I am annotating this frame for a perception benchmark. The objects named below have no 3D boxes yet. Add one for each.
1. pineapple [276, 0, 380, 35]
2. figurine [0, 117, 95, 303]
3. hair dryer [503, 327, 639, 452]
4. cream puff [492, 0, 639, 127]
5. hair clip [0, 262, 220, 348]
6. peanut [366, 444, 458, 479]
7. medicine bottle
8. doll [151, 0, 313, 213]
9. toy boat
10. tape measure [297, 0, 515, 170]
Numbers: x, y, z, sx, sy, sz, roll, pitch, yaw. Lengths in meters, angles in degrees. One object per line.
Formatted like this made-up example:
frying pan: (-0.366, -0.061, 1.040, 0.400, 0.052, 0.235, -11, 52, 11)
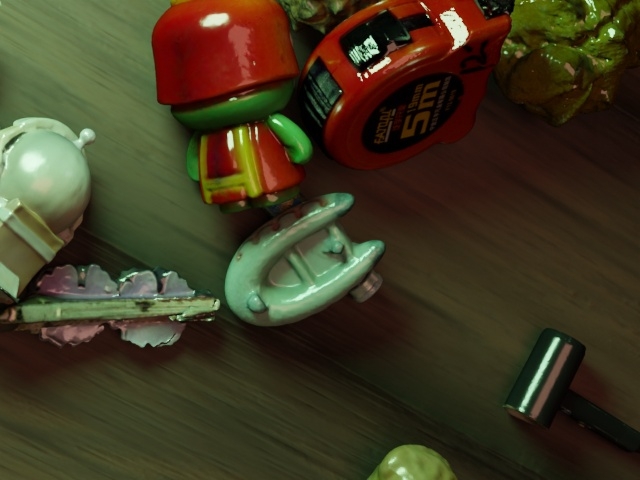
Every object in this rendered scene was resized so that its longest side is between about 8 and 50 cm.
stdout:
pineapple: (0.107, -0.371, 1.935, 0.361, 0.175, 0.175, -22, 101, -20)
figurine: (-0.352, -0.042, 1.804, 0.162, 0.141, 0.237, 44, 70, -43)
hair dryer: (0.376, 0.226, 2.134, 0.255, 0.070, 0.128, 30, 82, -27)
cream puff: (0.332, -0.276, 2.023, 0.244, 0.196, 0.244, 14, 70, -43)
hair clip: (-0.262, 0.079, 1.870, 0.292, 0.084, 0.106, -1, 89, -26)
peanut: (0.097, 0.453, 1.975, 0.192, 0.169, 0.387, 8, 90, -20)
medicine bottle: (0.000, 0.000, 1.976, 0.191, 0.051, 0.051, 45, 78, -18)
doll: (-0.116, -0.214, 1.852, 0.160, 0.182, 0.363, -12, 95, -50)
toy boat: (-0.025, 0.032, 1.919, 0.207, 0.079, 0.134, -30, 112, 6)
tape measure: (0.097, -0.202, 1.901, 0.260, 0.253, 0.114, -19, 60, -22)
